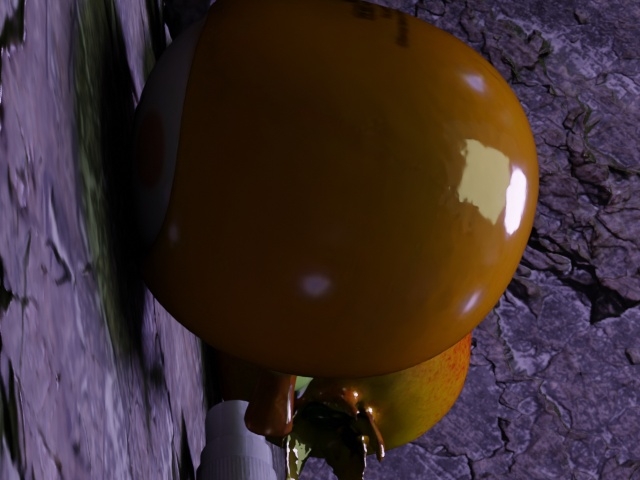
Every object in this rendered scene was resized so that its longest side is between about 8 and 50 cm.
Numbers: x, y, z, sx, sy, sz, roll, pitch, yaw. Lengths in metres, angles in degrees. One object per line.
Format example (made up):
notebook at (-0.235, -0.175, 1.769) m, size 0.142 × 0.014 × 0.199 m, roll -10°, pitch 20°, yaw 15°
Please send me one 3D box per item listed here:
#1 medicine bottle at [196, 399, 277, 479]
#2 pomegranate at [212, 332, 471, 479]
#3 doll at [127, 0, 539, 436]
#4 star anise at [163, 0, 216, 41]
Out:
medicine bottle at (-0.050, 0.195, 0.884) m, size 0.220 × 0.061 × 0.092 m, roll -95°, pitch -155°, yaw -46°
pomegranate at (0.015, 0.077, 1.205) m, size 0.221 × 0.221 × 0.256 m, roll 85°, pitch 8°, yaw -51°
doll at (0.000, 0.000, 0.766) m, size 0.213 × 0.213 × 0.236 m, roll -95°, pitch -166°, yaw -71°
star anise at (-0.059, -0.099, 0.987) m, size 0.262 × 0.081 × 0.230 m, roll -150°, pitch -126°, yaw -76°
